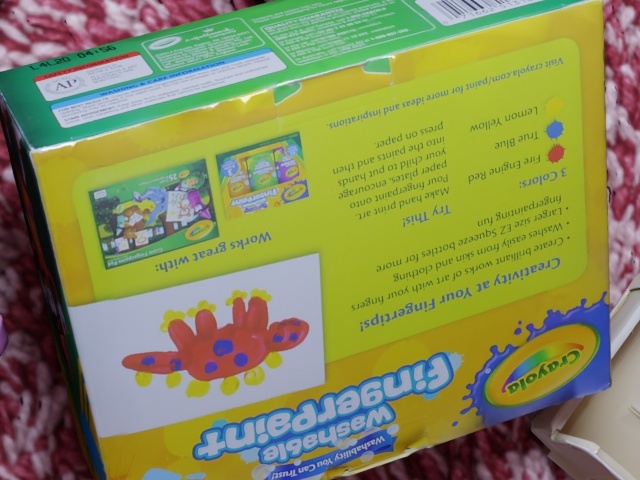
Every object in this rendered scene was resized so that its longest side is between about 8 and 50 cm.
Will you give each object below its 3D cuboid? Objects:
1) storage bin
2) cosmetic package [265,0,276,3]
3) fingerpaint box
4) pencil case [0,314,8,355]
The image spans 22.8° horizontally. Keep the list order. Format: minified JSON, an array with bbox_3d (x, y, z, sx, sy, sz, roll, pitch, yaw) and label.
[{"bbox_3d":[0.376,0.158,1.474,0.260,0.123,0.262,40,76,-8],"label":"storage bin"},{"bbox_3d":[0.103,-0.342,1.409,0.217,0.156,0.385,42,73,-30],"label":"cosmetic package"},{"bbox_3d":[0.000,0.000,1.280,0.444,0.163,0.371,-17,122,-15],"label":"fingerpaint box"},{"bbox_3d":[-0.446,0.044,1.243,0.386,0.160,0.167,-6,94,-17],"label":"pencil case"}]
